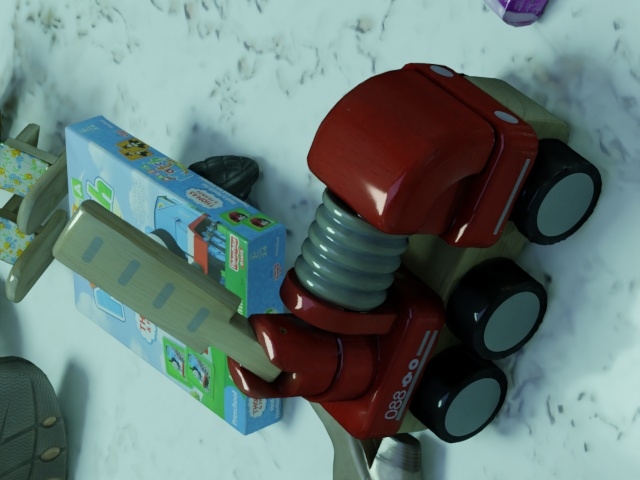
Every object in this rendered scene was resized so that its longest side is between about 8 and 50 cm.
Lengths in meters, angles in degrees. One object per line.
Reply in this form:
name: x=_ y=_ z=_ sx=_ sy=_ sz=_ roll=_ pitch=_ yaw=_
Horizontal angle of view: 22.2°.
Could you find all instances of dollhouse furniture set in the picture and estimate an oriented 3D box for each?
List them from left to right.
dollhouse furniture set: x=-0.337 y=0.007 z=1.309 sx=0.212 sy=0.161 sz=0.242 roll=23 pitch=130 yaw=6

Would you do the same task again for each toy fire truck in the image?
toy fire truck: x=0.000 y=0.000 z=0.932 sx=0.158 sy=0.246 sz=0.217 roll=42 pitch=120 yaw=40

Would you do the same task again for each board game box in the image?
board game box: x=-0.107 y=0.022 z=1.165 sx=0.211 sy=0.039 sz=0.160 roll=31 pitch=131 yaw=40

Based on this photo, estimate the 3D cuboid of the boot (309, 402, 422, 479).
boot: x=0.021 y=0.152 z=1.063 sx=0.118 sy=0.042 sz=0.087 roll=32 pitch=115 yaw=44

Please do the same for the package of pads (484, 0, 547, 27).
package of pads: x=0.107 y=-0.172 z=0.976 sx=0.083 sy=0.032 sz=0.050 roll=54 pitch=130 yaw=34

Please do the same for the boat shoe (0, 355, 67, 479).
boat shoe: x=-0.317 y=0.245 z=1.375 sx=0.130 sy=0.132 sz=0.355 roll=38 pitch=117 yaw=44

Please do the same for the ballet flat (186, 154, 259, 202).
ballet flat: x=-0.104 y=-0.027 z=1.215 sx=0.173 sy=0.049 sz=0.057 roll=-9 pitch=110 yaw=53
